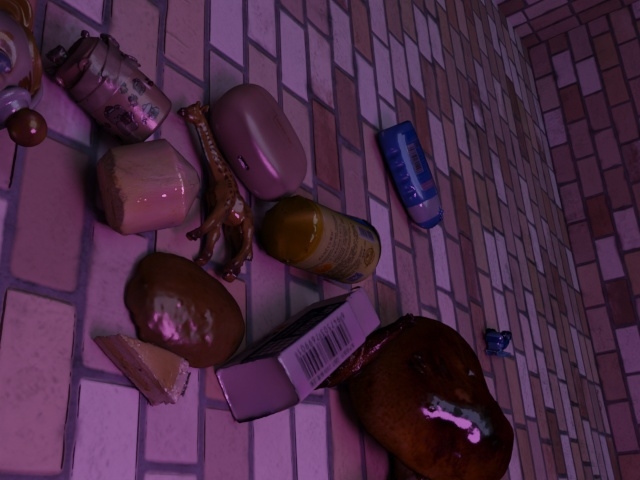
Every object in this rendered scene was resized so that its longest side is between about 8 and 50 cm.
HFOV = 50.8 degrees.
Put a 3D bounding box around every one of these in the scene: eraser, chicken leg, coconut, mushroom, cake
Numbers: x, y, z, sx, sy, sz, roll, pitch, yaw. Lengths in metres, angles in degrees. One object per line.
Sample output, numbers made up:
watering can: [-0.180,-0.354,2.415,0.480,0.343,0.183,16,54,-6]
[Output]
eraser: [-0.023,0.165,1.032,0.287,0.130,0.086,-29,96,-57]
chicken leg: [0.066,0.186,1.120,0.205,0.093,0.053,-38,85,-16]
coconut: [-0.212,-0.069,0.852,0.122,0.116,0.116,-12,84,-26]
mushroom: [0.179,0.311,1.235,0.345,0.260,0.345,31,28,-19]
cake: [-0.215,0.150,0.808,0.121,0.052,0.065,41,45,-41]

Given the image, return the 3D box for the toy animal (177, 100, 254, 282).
toy animal: [-0.156,-0.074,1.017,0.149,0.054,0.276,17,63,-50]

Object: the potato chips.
potato chips: [-0.171,0.093,0.914,0.201,0.049,0.150,35,41,-36]

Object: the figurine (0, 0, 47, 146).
figurine: [-0.368,-0.128,0.651,0.193,0.133,0.274,18,63,-26]

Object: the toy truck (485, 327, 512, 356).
toy truck: [0.494,0.282,1.853,0.136,0.063,0.074,14,82,-56]

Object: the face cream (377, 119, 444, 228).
face cream: [0.224,-0.153,1.626,0.149,0.083,0.264,-32,101,-57]

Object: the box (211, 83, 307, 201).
box: [-0.098,-0.161,1.118,0.200,0.088,0.146,59,32,-22]

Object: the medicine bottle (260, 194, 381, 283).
medicine bottle: [0.000,0.000,1.159,0.238,0.124,0.124,21,57,-53]

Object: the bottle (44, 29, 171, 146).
bottle: [-0.272,-0.201,0.865,0.152,0.098,0.099,46,39,-30]
